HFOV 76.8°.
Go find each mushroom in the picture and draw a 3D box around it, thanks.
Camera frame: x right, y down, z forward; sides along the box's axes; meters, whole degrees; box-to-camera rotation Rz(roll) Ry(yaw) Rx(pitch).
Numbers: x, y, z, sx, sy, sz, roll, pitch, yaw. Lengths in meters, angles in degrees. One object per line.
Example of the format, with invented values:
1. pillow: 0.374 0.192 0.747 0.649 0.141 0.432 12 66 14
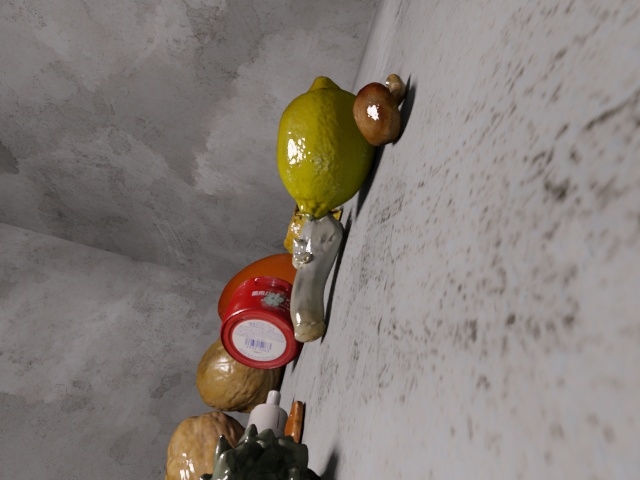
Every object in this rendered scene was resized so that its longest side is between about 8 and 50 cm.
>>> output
1. mushroom: 0.084 -0.190 0.576 0.088 0.072 0.129 66 -149 -46
2. mushroom: -0.008 0.057 0.784 0.099 0.096 0.278 36 -122 -46

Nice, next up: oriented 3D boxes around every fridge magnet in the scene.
1. fridge magnet: -0.195 0.180 1.439 0.363 0.363 0.155 -81 -30 -58

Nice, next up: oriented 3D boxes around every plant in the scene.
1. plant: -0.068 0.295 0.412 0.132 0.129 0.194 -87 10 -63

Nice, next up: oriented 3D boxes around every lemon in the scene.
1. lemon: 0.010 -0.157 0.715 0.184 0.184 0.248 -100 15 -80

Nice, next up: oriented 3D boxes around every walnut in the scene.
1. walnut: -0.288 0.465 1.446 0.333 0.333 0.333 -164 90 -86
2. walnut: -0.350 0.741 1.296 0.344 0.306 0.306 46 124 53

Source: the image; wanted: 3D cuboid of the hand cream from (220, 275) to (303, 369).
1. hand cream: -0.150 0.224 1.091 0.149 0.230 0.230 -81 8 -58

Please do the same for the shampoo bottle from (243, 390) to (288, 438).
1. shampoo bottle: -0.119 0.438 0.792 0.303 0.092 0.092 -78 5 -52

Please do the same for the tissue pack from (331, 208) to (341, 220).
1. tissue pack: 0.000 0.000 1.028 0.095 0.062 0.176 -109 35 -86

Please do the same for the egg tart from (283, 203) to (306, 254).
1. egg tart: -0.063 -0.046 1.624 0.341 0.129 0.341 -164 90 -88

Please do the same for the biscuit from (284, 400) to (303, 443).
1. biscuit: -0.049 0.343 0.699 0.130 0.019 0.102 -81 8 -60
